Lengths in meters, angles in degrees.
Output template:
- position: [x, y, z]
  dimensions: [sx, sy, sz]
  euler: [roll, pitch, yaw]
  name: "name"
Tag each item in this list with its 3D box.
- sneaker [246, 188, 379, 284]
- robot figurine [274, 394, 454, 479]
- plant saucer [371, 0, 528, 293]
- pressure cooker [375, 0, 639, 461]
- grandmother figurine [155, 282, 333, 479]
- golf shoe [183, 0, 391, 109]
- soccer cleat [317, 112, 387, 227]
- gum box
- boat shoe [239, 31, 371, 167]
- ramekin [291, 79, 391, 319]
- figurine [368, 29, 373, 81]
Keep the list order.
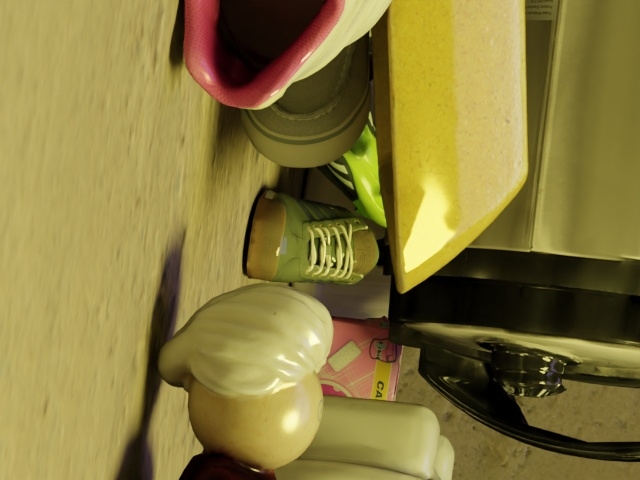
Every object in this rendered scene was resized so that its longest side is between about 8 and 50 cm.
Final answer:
- position: [0.000, 0.000, 1.355]
  dimensions: [0.192, 0.086, 0.064]
  euler: [-21, 119, -85]
  name: "sneaker"
- position: [0.015, 0.298, 1.399]
  dimensions: [0.300, 0.200, 0.353]
  euler: [55, 41, -61]
  name: "robot figurine"
- position: [0.071, -0.169, 1.118]
  dimensions: [0.333, 0.081, 0.333]
  euler: [-89, 176, -76]
  name: "plant saucer"
- position: [0.229, -0.039, 1.465]
  dimensions: [0.370, 0.375, 0.420]
  euler: [157, -60, -80]
  name: "pressure cooker"
- position: [-0.056, 0.189, 0.943]
  dimensions: [0.208, 0.104, 0.342]
  euler: [171, -68, -68]
  name: "grandmother figurine"
- position: [0.008, -0.190, 0.841]
  dimensions: [0.140, 0.115, 0.306]
  euler: [-60, 168, -51]
  name: "golf shoe"
- position: [0.011, -0.081, 1.343]
  dimensions: [0.060, 0.072, 0.179]
  euler: [-45, 121, -25]
  name: "soccer cleat"
- position: [0.007, 0.153, 1.609]
  dimensions: [0.062, 0.107, 0.188]
  euler: [57, 42, -83]
  name: "gum box"
- position: [-0.009, -0.142, 1.111]
  dimensions: [0.081, 0.079, 0.227]
  euler: [84, 8, -46]
  name: "boat shoe"
- position: [0.055, -0.023, 1.740]
  dimensions: [0.273, 0.127, 0.273]
  euler: [9, 90, -85]
  name: "ramekin"
- position: [0.036, -0.230, 1.470]
  dimensions: [0.209, 0.092, 0.215]
  euler: [119, -19, -79]
  name: "figurine"
